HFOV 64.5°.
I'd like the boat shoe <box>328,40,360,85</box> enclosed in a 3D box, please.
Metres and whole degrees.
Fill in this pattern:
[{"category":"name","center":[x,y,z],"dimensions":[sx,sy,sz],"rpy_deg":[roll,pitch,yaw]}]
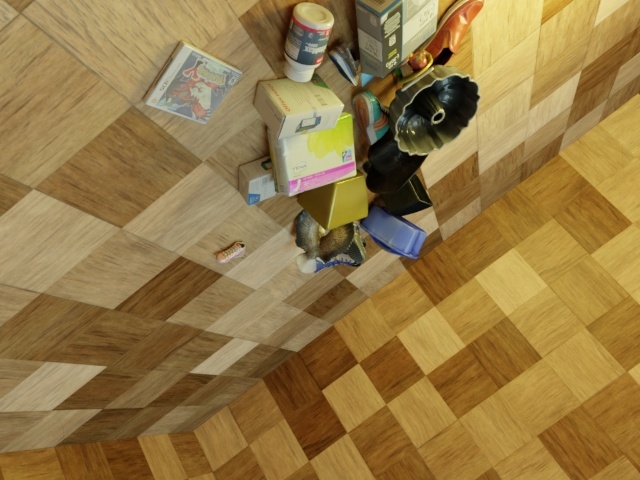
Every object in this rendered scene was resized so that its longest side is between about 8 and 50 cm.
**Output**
[{"category":"boat shoe","center":[0.088,-0.533,1.534],"dimensions":[0.066,0.066,0.183],"rpy_deg":[-48,158,7]}]

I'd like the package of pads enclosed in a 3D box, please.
[{"category":"package of pads","center":[-0.023,-0.295,1.668],"dimensions":[0.296,0.101,0.229],"rpy_deg":[-22,119,-29]}]

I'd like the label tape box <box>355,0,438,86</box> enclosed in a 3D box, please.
[{"category":"label tape box","center":[0.226,-0.608,1.477],"dimensions":[0.240,0.106,0.334],"rpy_deg":[-44,157,-11]}]

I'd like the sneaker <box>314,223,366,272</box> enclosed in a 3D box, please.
[{"category":"sneaker","center":[0.101,0.077,2.515],"dimensions":[0.315,0.182,0.127],"rpy_deg":[-38,154,4]}]

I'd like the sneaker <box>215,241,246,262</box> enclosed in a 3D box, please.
[{"category":"sneaker","center":[-0.354,0.042,2.020],"dimensions":[0.134,0.051,0.070],"rpy_deg":[-19,149,-40]}]

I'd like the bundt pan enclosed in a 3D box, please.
[{"category":"bundt pan","center":[0.372,-0.455,1.731],"dimensions":[0.330,0.124,0.331],"rpy_deg":[-17,144,-13]}]

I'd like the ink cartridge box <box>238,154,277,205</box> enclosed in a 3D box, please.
[{"category":"ink cartridge box","center":[-0.163,-0.224,1.748],"dimensions":[0.230,0.078,0.134],"rpy_deg":[-24,154,-24]}]

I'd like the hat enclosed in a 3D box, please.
[{"category":"hat","center":[0.267,-0.342,1.930],"dimensions":[0.331,0.331,0.134],"rpy_deg":[-43,125,16]}]

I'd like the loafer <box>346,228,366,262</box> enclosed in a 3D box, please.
[{"category":"loafer","center":[0.157,-0.013,2.398],"dimensions":[0.094,0.251,0.087],"rpy_deg":[-10,-158,46]}]

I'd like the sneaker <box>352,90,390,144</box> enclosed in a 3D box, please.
[{"category":"sneaker","center":[0.192,-0.451,1.782],"dimensions":[0.121,0.108,0.302],"rpy_deg":[-36,164,-1]}]

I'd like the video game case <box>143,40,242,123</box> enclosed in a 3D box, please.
[{"category":"video game case","center":[-0.323,-0.395,1.297],"dimensions":[0.183,0.023,0.201],"rpy_deg":[-46,154,22]}]

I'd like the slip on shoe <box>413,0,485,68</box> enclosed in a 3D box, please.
[{"category":"slip on shoe","center":[0.431,-0.669,1.694],"dimensions":[0.123,0.101,0.331],"rpy_deg":[4,134,-53]}]

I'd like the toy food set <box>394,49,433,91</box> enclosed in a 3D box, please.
[{"category":"toy food set","center":[0.286,-0.567,1.616],"dimensions":[0.128,0.218,0.071],"rpy_deg":[-30,115,22]}]

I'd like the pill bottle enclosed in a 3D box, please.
[{"category":"pill bottle","center":[-0.039,-0.519,1.343],"dimensions":[0.107,0.108,0.180],"rpy_deg":[-20,152,-31]}]

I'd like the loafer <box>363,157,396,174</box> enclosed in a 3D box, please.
[{"category":"loafer","center":[0.284,-0.319,2.160],"dimensions":[0.223,0.078,0.076],"rpy_deg":[-22,153,-29]}]

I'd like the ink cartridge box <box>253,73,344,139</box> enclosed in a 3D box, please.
[{"category":"ink cartridge box","center":[-0.066,-0.393,1.475],"dimensions":[0.212,0.154,0.093],"rpy_deg":[-19,153,-34]}]

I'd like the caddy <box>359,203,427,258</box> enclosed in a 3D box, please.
[{"category":"caddy","center":[0.349,-0.032,2.486],"dimensions":[0.241,0.341,0.179],"rpy_deg":[8,114,-56]}]

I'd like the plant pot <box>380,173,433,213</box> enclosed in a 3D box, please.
[{"category":"plant pot","center":[0.394,-0.212,2.393],"dimensions":[0.167,0.188,0.187],"rpy_deg":[-34,159,26]}]

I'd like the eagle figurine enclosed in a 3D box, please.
[{"category":"eagle figurine","center":[-0.001,-0.010,2.233],"dimensions":[0.226,0.225,0.298],"rpy_deg":[-14,160,-20]}]

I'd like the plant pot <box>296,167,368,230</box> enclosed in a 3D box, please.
[{"category":"plant pot","center":[0.059,-0.197,1.957],"dimensions":[0.212,0.212,0.187],"rpy_deg":[-20,139,-31]}]
